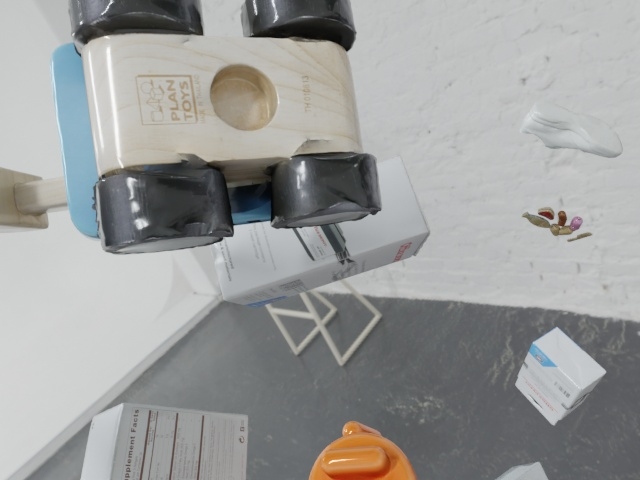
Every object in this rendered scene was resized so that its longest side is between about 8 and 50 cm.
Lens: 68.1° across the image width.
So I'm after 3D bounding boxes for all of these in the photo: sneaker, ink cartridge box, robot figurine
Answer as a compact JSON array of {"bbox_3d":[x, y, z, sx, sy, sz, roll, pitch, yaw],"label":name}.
[{"bbox_3d":[0.548,-0.229,1.044,0.080,0.212,0.094,-60,-6,-32],"label":"sneaker"},{"bbox_3d":[0.427,0.250,0.861,0.060,0.180,0.104,-29,52,-14],"label":"ink cartridge box"},{"bbox_3d":[0.000,0.000,0.990,0.394,0.166,0.285,-18,-11,0],"label":"ink cartridge box"},{"bbox_3d":[0.061,0.310,0.562,0.128,0.219,0.158,-38,48,-15],"label":"robot figurine"}]

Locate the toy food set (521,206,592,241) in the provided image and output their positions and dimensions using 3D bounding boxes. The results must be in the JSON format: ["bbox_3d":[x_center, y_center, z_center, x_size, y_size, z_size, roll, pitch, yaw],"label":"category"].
[{"bbox_3d":[0.472,-0.039,0.937,0.078,0.122,0.019,-33,32,62],"label":"toy food set"}]

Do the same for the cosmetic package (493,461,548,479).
[{"bbox_3d":[0.484,0.744,1.063,0.284,0.378,0.097,-6,-26,-38],"label":"cosmetic package"}]

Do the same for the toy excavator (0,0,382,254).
[{"bbox_3d":[-0.204,-0.084,0.544,0.432,0.223,0.445,-8,-4,-22],"label":"toy excavator"}]

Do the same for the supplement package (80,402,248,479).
[{"bbox_3d":[-0.197,0.279,0.614,0.105,0.179,0.105,-31,50,41],"label":"supplement package"}]
